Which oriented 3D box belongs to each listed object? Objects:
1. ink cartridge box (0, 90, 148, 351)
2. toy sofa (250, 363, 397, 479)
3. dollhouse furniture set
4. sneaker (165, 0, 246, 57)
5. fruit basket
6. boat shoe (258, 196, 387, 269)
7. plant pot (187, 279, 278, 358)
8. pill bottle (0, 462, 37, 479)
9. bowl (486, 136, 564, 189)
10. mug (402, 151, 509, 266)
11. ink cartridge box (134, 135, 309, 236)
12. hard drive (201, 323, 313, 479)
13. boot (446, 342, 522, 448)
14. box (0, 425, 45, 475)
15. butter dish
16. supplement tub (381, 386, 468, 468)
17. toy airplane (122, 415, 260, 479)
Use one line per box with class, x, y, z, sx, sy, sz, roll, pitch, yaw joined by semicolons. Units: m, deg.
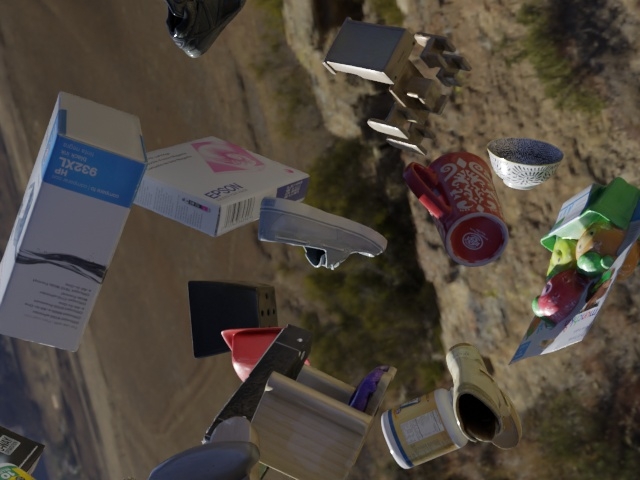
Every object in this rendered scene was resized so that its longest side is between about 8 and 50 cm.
ink cartridge box;-0.367;-0.031;1.316;0.308;0.129;0.223;-66;24;17
toy sofa;0.008;0.244;1.344;0.362;0.150;0.177;44;-110;-81
dollhouse furniture set;0.147;-0.326;1.814;0.161;0.212;0.242;21;170;41
sneaker;-0.237;-0.501;1.877;0.087;0.227;0.130;42;-176;35
fruit basket;0.481;0.059;1.696;0.165;0.353;0.327;38;162;1
boat shoe;0.000;0.000;1.347;0.079;0.227;0.081;9;82;55
plant pot;-0.203;0.184;2.213;0.187;0.166;0.188;5;-100;-72
pill bottle;-0.403;0.409;1.273;0.208;0.117;0.118;23;131;29
bowl;0.446;-0.162;1.998;0.170;0.170;0.080;44;137;53
mug;0.197;-0.043;1.336;0.169;0.150;0.113;-96;8;-58
ink cartridge box;-0.236;-0.125;1.690;0.330;0.324;0.071;23;113;20
hard drive;-0.116;0.335;1.628;0.064;0.339;0.237;18;125;14
boot;0.338;0.357;1.833;0.262;0.095;0.203;61;-166;-17
box;-0.719;0.452;1.801;0.077;0.242;0.307;-64;3;11
butter dish;-0.119;0.262;1.888;0.160;0.159;0.118;66;-154;-46
supplement tub;0.259;0.435;2.128;0.144;0.199;0.144;60;-167;-23
toy airplane;-0.130;0.373;0.918;0.272;0.384;0.386;32;167;-18
